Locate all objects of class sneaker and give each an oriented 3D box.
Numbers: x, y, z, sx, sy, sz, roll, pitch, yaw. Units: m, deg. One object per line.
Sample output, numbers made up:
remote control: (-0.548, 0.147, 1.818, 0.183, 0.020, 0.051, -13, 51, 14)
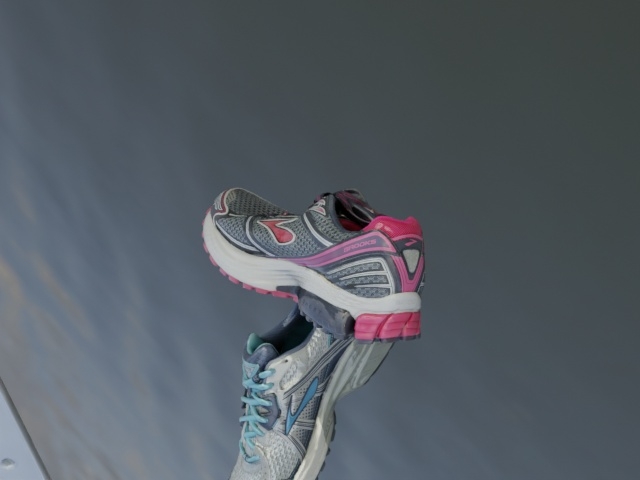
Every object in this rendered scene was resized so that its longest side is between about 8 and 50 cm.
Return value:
sneaker: (0.000, 0.000, 1.499, 0.299, 0.121, 0.112, 24, 111, 49)
sneaker: (-0.043, 0.152, 1.625, 0.122, 0.283, 0.110, 30, 176, -33)

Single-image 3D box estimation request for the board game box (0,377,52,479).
board game box: (-0.407, 0.214, 1.361, 0.390, 0.050, 0.390, -8, 131, 9)
